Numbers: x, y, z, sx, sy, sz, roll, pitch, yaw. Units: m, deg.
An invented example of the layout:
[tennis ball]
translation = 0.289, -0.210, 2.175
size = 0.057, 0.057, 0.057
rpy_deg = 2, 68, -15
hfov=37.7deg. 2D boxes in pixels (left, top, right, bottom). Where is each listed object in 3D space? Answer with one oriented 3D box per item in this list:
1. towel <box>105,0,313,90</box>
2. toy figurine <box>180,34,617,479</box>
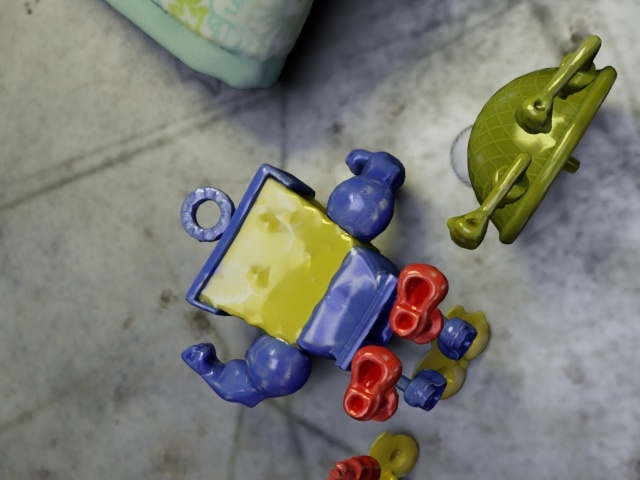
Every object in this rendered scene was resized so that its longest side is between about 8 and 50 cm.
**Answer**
[towel]
translation = -0.118, -0.323, 0.601
size = 0.374, 0.090, 0.320
rpy_deg = 40, 133, 20
[toy figurine]
translation = 0.000, 0.000, 0.591
size = 0.217, 0.191, 0.362
rpy_deg = 31, 96, 21
